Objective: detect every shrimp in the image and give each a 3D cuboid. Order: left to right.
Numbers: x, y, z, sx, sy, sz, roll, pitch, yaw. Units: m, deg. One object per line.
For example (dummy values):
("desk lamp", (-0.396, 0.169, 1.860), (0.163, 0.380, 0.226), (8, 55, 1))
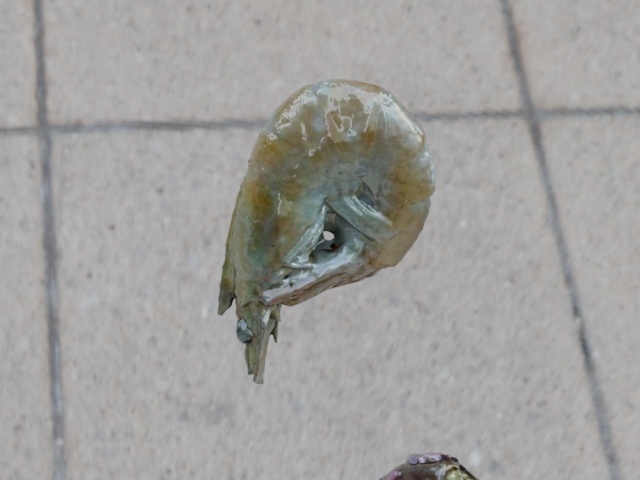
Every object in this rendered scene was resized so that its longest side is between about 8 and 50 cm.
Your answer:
("shrimp", (0.000, 0.000, 1.405), (0.168, 0.317, 0.077), (20, 28, 3))

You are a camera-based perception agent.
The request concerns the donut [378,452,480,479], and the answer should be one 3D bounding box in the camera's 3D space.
("donut", (0.175, 0.375, 1.695), (0.345, 0.259, 0.136), (37, 55, -13))
